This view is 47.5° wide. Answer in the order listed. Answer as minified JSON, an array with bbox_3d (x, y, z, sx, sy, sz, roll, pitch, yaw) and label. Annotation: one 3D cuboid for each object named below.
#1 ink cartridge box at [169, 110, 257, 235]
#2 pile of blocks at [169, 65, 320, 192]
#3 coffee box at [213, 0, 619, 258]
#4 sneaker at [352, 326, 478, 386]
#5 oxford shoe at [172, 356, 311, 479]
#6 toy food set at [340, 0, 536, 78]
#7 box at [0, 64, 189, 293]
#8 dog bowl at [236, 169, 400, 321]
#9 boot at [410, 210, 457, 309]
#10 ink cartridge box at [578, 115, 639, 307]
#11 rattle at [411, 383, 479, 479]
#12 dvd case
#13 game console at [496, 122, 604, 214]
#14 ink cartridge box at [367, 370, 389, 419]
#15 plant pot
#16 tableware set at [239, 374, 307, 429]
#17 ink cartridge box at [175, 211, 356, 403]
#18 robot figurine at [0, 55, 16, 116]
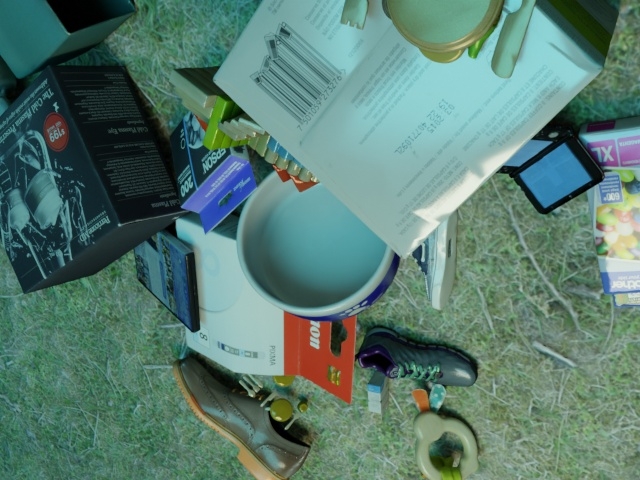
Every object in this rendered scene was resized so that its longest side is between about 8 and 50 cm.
[{"bbox_3d":[-0.195,-0.141,1.276,0.206,0.045,0.208,-36,63,48],"label":"ink cartridge box"},{"bbox_3d":[-0.068,-0.138,1.100,0.362,0.149,0.113,25,120,3],"label":"pile of blocks"},{"bbox_3d":[0.136,-0.256,0.951,0.338,0.334,0.337,43,125,-1],"label":"coffee box"},{"bbox_3d":[0.172,0.238,1.340,0.223,0.098,0.083,15,121,20],"label":"sneaker"},{"bbox_3d":[-0.174,0.371,1.601,0.363,0.130,0.133,43,94,9],"label":"oxford shoe"},{"bbox_3d":[0.125,-0.250,0.738,0.192,0.038,0.132,25,116,18],"label":"toy food set"},{"bbox_3d":[-0.473,-0.113,1.394,0.343,0.179,0.312,-29,85,35],"label":"box"},{"bbox_3d":[0.000,0.000,1.210,0.265,0.104,0.265,-4,73,14],"label":"dog bowl"},{"bbox_3d":[0.183,0.022,1.248,0.086,0.069,0.190,13,113,29],"label":"boot"},{"bbox_3d":[0.495,-0.029,1.057,0.186,0.065,0.311,-5,114,30],"label":"ink cartridge box"},{"bbox_3d":[0.218,0.373,1.425,0.130,0.143,0.200,-31,88,0],"label":"rattle"},{"bbox_3d":[-0.318,0.055,1.475,0.253,0.022,0.180,32,132,44],"label":"dvd case"},{"bbox_3d":[0.314,-0.101,1.066,0.144,0.124,0.085,137,129,-58],"label":"game console"},{"bbox_3d":[0.114,0.306,1.436,0.028,0.048,0.083,8,118,24],"label":"ink cartridge box"},{"bbox_3d":[-0.491,-0.402,1.310,0.234,0.166,0.165,-26,101,42],"label":"plant pot"},{"bbox_3d":[-0.089,0.312,1.535,0.154,0.104,0.024,45,170,-3],"label":"tableware set"},{"bbox_3d":[-0.110,0.133,1.386,0.385,0.091,0.308,22,124,34],"label":"ink cartridge box"},{"bbox_3d":[-0.751,-0.356,1.440,0.353,0.200,0.300,56,159,-8],"label":"robot figurine"}]
